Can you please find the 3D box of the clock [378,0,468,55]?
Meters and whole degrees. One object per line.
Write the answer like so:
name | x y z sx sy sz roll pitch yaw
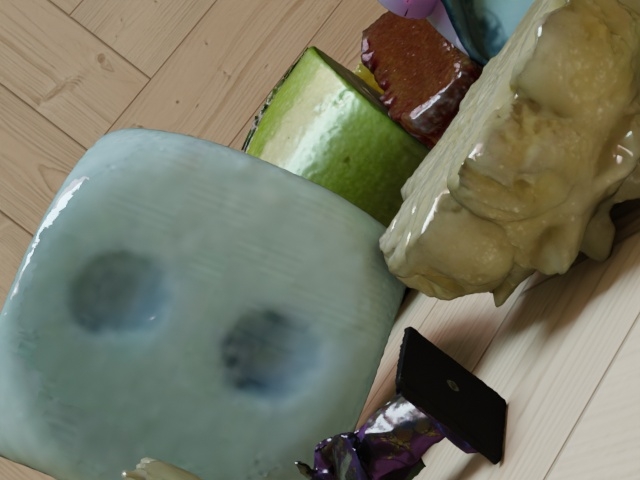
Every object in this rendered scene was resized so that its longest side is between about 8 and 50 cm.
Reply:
clock | 0.187 -0.252 1.289 0.227 0.248 0.090 -55 -2 -28

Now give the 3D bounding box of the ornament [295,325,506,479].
ornament | 0.026 0.152 0.886 0.203 0.088 0.081 -51 4 28

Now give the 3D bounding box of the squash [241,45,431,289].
squash | 0.000 0.000 1.462 0.309 0.234 0.210 -52 38 12

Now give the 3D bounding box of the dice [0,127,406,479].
dice | -0.093 0.085 1.087 0.268 0.263 0.264 101 -170 -76

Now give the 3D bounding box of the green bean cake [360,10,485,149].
green bean cake | 0.135 -0.149 1.390 0.097 0.199 0.232 -52 9 18

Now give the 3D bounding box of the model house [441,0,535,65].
model house | 0.252 -0.286 1.171 0.253 0.184 0.291 -14 22 38

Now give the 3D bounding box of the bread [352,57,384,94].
bread | 0.103 -0.177 1.975 0.194 0.179 0.340 -51 2 -10

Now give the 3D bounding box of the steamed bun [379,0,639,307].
steamed bun | 0.160 -0.070 0.963 0.292 0.137 0.295 -61 2 -39

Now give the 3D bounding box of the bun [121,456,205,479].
bun | -0.113 0.280 0.580 0.364 0.202 0.364 -50 -2 -2
